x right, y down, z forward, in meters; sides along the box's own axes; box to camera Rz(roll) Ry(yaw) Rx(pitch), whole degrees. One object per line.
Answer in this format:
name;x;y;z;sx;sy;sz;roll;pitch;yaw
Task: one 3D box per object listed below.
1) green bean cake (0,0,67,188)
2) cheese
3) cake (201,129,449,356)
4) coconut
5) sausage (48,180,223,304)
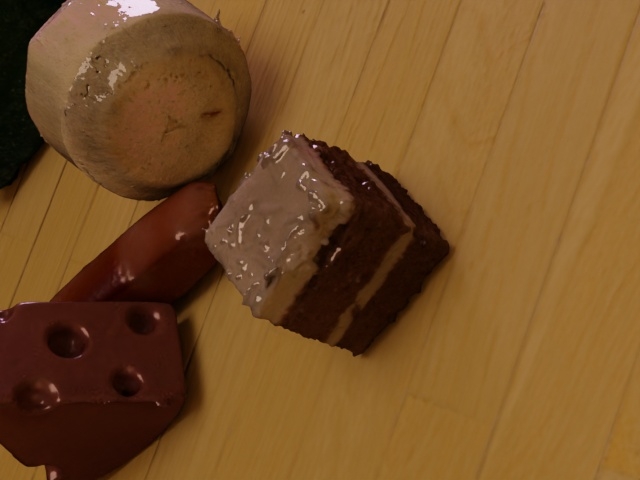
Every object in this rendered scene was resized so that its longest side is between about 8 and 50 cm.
green bean cake;-0.456;-0.245;1.609;0.300;0.308;0.169;-50;39;17
cheese;-0.246;0.160;1.279;0.177;0.203;0.128;111;152;-46
cake;0.000;0.000;1.072;0.135;0.147;0.134;-55;38;16
coconut;-0.192;-0.161;1.334;0.224;0.224;0.234;-54;39;14
sausage;-0.193;0.046;1.329;0.300;0.083;0.089;-37;33;28
